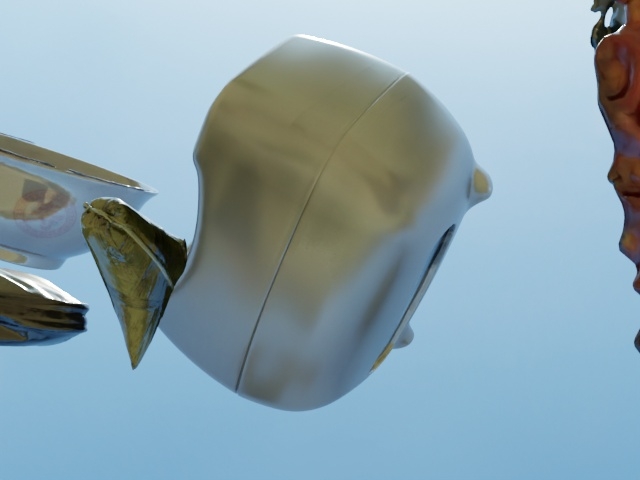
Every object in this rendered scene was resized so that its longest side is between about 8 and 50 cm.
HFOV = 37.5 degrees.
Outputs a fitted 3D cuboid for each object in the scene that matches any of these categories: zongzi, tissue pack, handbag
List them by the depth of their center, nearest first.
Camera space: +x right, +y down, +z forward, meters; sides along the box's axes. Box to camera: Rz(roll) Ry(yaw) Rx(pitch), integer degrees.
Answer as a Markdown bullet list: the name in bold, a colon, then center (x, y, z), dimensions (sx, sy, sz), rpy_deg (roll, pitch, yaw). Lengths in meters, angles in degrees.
- **zongzi**: center (-0.157, 0.033, 0.730), dimensions (0.052, 0.104, 0.113), rpy_deg (8, -108, 36)
- **handbag**: center (-0.368, 0.044, 0.827), dimensions (0.192, 0.332, 0.074), rpy_deg (-1, -101, 54)
- **tissue pack**: center (0.000, 0.000, 0.891), dimensions (0.236, 0.333, 0.229), rpy_deg (30, -140, 11)

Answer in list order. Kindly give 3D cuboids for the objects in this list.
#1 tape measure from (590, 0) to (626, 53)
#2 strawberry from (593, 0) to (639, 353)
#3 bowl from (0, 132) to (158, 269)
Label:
- **tape measure**: center (0.317, -0.140, 0.663), dimensions (0.181, 0.107, 0.182), rpy_deg (-14, -144, -22)
- **strawberry**: center (0.269, -0.006, 0.471), dimensions (0.149, 0.336, 0.265), rpy_deg (-13, -160, 48)
- **bowl**: center (-0.417, -0.053, 1.342), dimensions (0.346, 0.345, 0.157), rpy_deg (20, -85, 16)
